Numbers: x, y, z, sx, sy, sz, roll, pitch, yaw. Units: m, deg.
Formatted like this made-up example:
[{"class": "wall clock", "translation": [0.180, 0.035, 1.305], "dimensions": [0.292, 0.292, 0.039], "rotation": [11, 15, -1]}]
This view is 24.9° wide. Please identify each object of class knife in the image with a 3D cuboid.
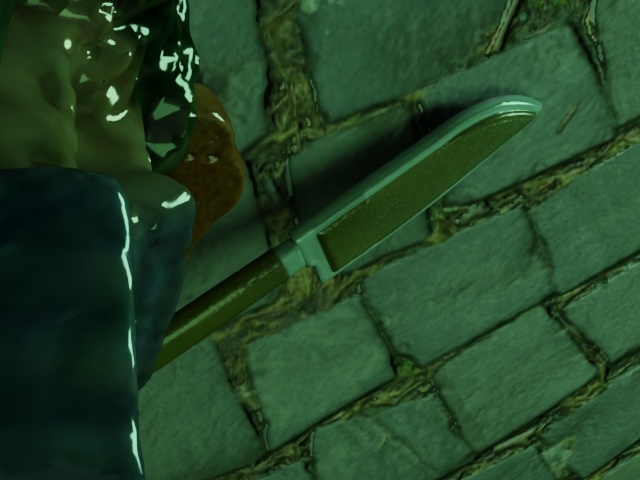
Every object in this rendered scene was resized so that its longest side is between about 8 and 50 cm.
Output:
[{"class": "knife", "translation": [0.000, 0.001, 0.913], "dimensions": [0.343, 0.027, 0.061], "rotation": [-35, 145, -7]}]

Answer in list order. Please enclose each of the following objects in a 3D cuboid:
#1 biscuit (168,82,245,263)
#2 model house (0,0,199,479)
[{"class": "biscuit", "translation": [-0.179, 0.029, 0.861], "dimensions": [0.202, 0.047, 0.333], "rotation": [7, 127, -34]}, {"class": "model house", "translation": [-0.196, -0.040, 0.471], "dimensions": [0.395, 0.400, 0.445], "rotation": [6, 129, -19]}]
